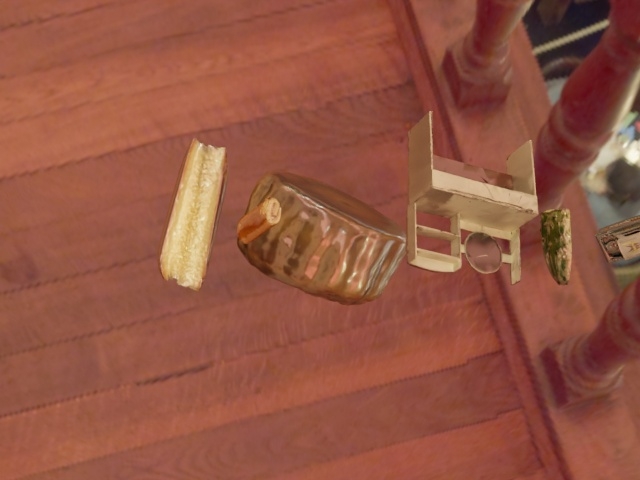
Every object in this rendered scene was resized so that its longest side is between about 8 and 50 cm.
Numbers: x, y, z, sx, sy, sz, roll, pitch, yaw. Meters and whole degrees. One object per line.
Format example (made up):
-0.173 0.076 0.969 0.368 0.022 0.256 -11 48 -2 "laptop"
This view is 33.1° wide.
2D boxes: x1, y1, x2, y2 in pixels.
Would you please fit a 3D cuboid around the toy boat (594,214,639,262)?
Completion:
0.483 -0.010 1.591 0.141 0.060 0.055 -19 112 26 "toy boat"

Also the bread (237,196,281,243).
-0.094 -0.029 1.664 0.036 0.083 0.047 21 55 -31 "bread"

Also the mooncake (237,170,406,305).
0.000 0.000 1.852 0.290 0.290 0.161 26 100 7 "mooncake"

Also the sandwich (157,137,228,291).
-0.222 -0.044 1.894 0.094 0.096 0.258 14 86 -8 "sandwich"

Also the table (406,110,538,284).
0.178 -0.047 1.263 0.146 0.062 0.175 12 63 -22 "table"

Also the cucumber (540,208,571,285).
0.324 0.010 1.486 0.035 0.067 0.107 -3 92 -5 "cucumber"
